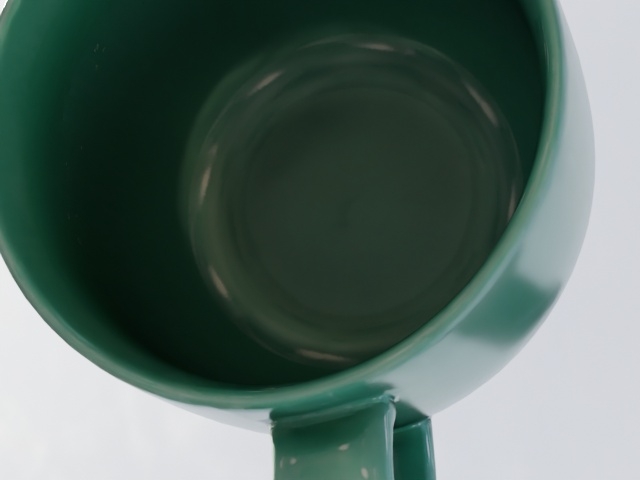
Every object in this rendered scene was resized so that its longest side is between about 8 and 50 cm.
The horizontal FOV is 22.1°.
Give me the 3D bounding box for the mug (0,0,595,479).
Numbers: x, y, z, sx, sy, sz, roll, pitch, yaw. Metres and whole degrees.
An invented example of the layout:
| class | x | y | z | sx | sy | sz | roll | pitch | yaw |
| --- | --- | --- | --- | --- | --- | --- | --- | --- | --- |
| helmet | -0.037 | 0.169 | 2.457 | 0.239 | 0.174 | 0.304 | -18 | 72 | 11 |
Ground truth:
| class | x | y | z | sx | sy | sz | roll | pitch | yaw |
| --- | --- | --- | --- | --- | --- | --- | --- | --- | --- |
| mug | -0.006 | -0.007 | 0.380 | 0.129 | 0.097 | 0.158 | 21 | -97 | 18 |
